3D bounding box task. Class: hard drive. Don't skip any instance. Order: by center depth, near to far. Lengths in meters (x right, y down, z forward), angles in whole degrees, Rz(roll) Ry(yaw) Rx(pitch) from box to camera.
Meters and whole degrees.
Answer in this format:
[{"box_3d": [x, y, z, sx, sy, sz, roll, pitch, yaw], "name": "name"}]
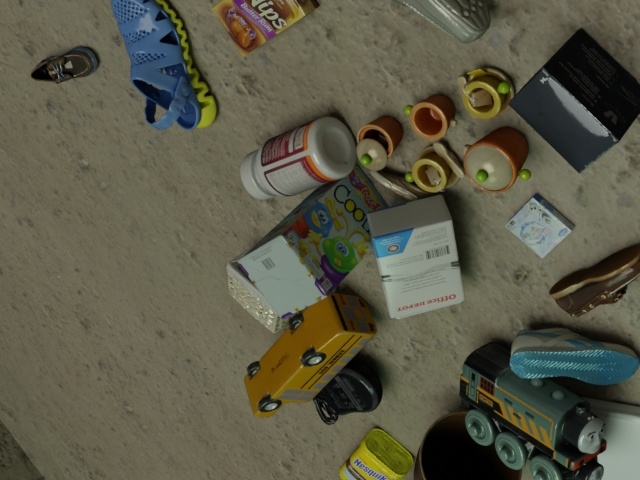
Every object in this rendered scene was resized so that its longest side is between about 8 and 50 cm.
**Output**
[{"box_3d": [0.604, 0.401, 1.931, 0.307, 0.040, 0.203, 5, 124, 34], "name": "hard drive"}]

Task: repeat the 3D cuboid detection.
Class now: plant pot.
[{"box_3d": [0.285, 0.500, 2.152, 0.215, 0.215, 0.230, 37, 151, 9], "name": "plant pot"}]

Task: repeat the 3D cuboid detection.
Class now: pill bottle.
[{"box_3d": [-0.046, -0.152, 1.953, 0.221, 0.121, 0.121, -16, 110, 44], "name": "pill bottle"}]

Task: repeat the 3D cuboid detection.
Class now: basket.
[{"box_3d": [-0.111, 0.104, 2.182, 0.167, 0.113, 0.103, 39, 141, 26], "name": "basket"}]

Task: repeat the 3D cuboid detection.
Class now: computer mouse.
[{"box_3d": [0.053, 0.320, 2.277, 0.272, 0.072, 0.188, -17, 108, 55], "name": "computer mouse"}]

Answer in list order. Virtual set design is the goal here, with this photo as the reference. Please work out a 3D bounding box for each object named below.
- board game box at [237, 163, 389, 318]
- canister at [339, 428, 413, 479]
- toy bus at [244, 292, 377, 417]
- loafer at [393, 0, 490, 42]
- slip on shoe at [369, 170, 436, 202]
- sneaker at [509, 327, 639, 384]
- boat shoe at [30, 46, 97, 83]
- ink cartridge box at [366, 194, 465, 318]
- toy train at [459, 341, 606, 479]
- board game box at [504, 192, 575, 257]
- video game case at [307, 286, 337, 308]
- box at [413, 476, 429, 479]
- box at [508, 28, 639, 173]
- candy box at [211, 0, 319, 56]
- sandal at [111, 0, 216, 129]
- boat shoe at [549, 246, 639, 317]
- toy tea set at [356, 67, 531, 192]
[{"box_3d": [0.000, 0.000, 1.918, 0.144, 0.275, 0.142, -29, 101, 46], "name": "board game box"}, {"box_3d": [0.126, 0.528, 2.368, 0.126, 0.073, 0.170, 39, 138, 7], "name": "canister"}, {"box_3d": [-0.031, 0.252, 2.177, 0.332, 0.130, 0.108, -50, 47, 34], "name": "toy bus"}, {"box_3d": [0.138, -0.426, 1.624, 0.319, 0.112, 0.111, 47, 143, 9], "name": "loafer"}, {"box_3d": [0.155, -0.103, 1.898, 0.135, 0.051, 0.041, 36, 98, 21], "name": "slip on shoe"}, {"box_3d": [0.465, 0.203, 1.860, 0.229, 0.092, 0.087, 5, 124, 11], "name": "sneaker"}, {"box_3d": [-0.563, -0.373, 2.222, 0.183, 0.066, 0.066, -6, 117, 40], "name": "boat shoe"}, {"box_3d": [0.177, 0.032, 1.880, 0.148, 0.086, 0.203, -14, 129, 1], "name": "ink cartridge box"}, {"box_3d": [0.396, 0.332, 1.919, 0.334, 0.142, 0.190, 32, 134, 46], "name": "toy train"}, {"box_3d": [0.386, -0.025, 1.791, 0.090, 0.020, 0.090, 42, 137, 4], "name": "board game box"}, {"box_3d": [-0.019, 0.099, 2.198, 0.119, 0.015, 0.166, 26, 134, 21], "name": "video game case"}, {"box_3d": [0.264, 0.633, 2.286, 0.180, 0.147, 0.077, 45, 137, 0], "name": "box"}, {"box_3d": [0.395, -0.213, 1.543, 0.156, 0.158, 0.093, 45, 137, 2], "name": "box"}, {"box_3d": [-0.102, -0.423, 1.844, 0.187, 0.053, 0.109, -24, 104, 44], "name": "candy box"}, {"box_3d": [-0.325, -0.347, 2.012, 0.126, 0.138, 0.317, -13, 111, 45], "name": "sandal"}, {"box_3d": [0.491, 0.075, 1.753, 0.073, 0.073, 0.207, 48, 144, -5], "name": "boat shoe"}, {"box_3d": [0.202, -0.157, 1.756, 0.336, 0.124, 0.200, -16, 111, 43], "name": "toy tea set"}]
